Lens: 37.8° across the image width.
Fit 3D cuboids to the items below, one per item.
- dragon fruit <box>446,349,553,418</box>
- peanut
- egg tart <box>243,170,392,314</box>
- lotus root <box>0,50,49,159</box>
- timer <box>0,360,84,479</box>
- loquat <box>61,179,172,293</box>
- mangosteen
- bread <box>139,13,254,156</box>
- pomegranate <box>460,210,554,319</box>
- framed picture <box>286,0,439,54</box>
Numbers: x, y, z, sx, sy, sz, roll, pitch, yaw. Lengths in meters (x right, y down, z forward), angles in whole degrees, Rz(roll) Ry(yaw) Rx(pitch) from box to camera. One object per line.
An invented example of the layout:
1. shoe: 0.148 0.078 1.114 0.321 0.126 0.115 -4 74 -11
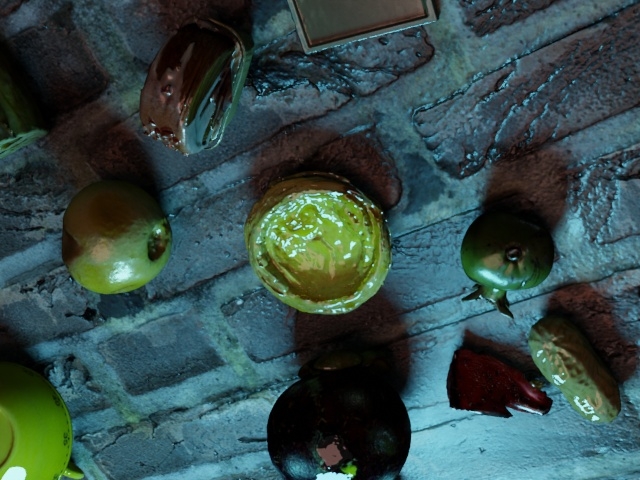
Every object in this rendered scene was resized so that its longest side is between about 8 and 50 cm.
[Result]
1. dragon fruit: 0.320 0.260 1.669 0.192 0.122 0.092 17 108 13
2. peanut: 0.438 0.226 1.608 0.095 0.108 0.226 -32 107 26
3. egg tart: 0.000 0.000 1.645 0.279 0.095 0.278 6 116 13
4. lotus root: -0.665 -0.220 1.643 0.316 0.316 0.250 -14 105 26
5. timer: -0.704 0.440 2.031 0.376 0.376 0.387 29 167 2
6. loquat: -0.382 -0.005 1.713 0.213 0.213 0.213 9 121 15
7. mangosteen: 0.036 0.343 1.737 0.288 0.288 0.288 9 121 15
8. bread: -0.194 -0.242 1.500 0.142 0.212 0.224 26 123 9
9. pomegranate: 0.296 0.043 1.542 0.152 0.131 0.191 21 131 3
10. framed picture: 0.028 -0.453 1.411 0.232 0.024 0.315 -9 116 24
